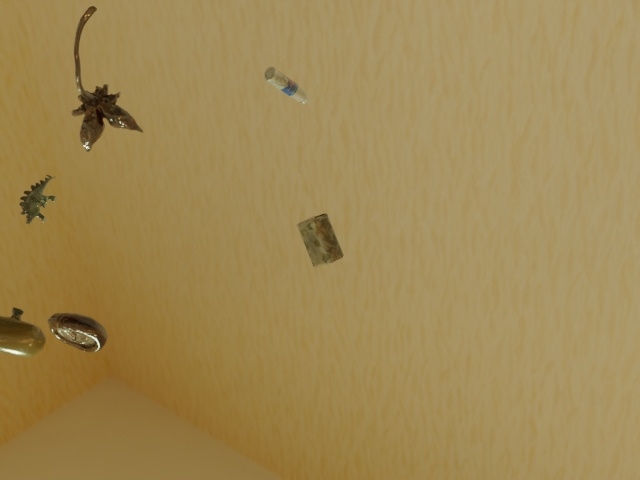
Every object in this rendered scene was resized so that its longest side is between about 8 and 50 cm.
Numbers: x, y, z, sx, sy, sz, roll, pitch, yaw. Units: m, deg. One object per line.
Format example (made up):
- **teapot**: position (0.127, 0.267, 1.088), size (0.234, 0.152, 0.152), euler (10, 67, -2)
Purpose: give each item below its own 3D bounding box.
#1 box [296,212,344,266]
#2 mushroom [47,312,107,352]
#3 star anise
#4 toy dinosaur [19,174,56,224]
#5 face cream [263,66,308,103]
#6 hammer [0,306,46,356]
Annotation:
- **box**: position (0.000, 0.000, 1.629), size (0.045, 0.098, 0.062), euler (-25, -176, -40)
- **mushroom**: position (-0.487, 0.180, 1.669), size (0.123, 0.123, 0.052), euler (7, -126, 18)
- **star anise**: position (-0.431, -0.301, 1.612), size (0.148, 0.227, 0.218), euler (14, -103, 6)
- **toy dinosaur**: position (-0.732, -0.111, 2.156), size (0.082, 0.039, 0.209), euler (4, -138, 6)
- **face cream**: position (-0.071, -0.336, 1.815), size (0.034, 0.034, 0.130), euler (27, 180, 41)
- **hammer**: position (-0.501, 0.092, 1.046), size (0.305, 0.202, 0.113), euler (14, -143, -15)
